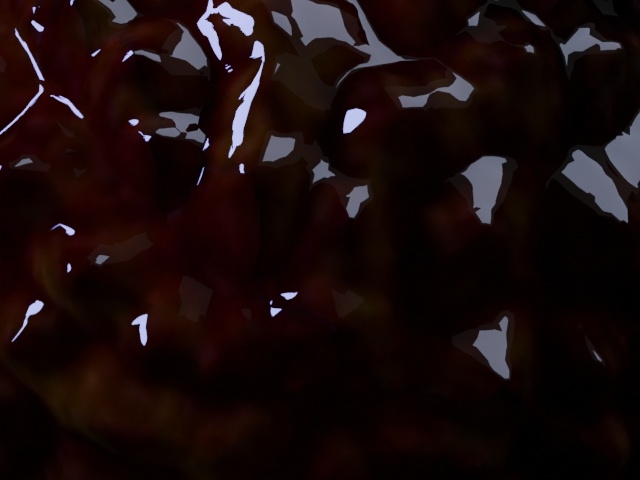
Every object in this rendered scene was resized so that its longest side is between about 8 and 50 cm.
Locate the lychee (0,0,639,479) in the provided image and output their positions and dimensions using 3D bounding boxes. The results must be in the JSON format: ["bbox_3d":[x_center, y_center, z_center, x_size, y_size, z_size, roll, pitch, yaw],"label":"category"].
[{"bbox_3d":[0.000,0.000,0.705,0.425,0.424,0.500,25,12,1],"label":"lychee"}]
